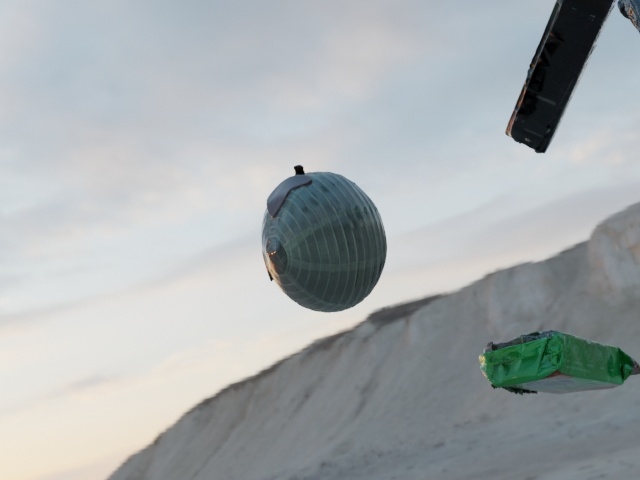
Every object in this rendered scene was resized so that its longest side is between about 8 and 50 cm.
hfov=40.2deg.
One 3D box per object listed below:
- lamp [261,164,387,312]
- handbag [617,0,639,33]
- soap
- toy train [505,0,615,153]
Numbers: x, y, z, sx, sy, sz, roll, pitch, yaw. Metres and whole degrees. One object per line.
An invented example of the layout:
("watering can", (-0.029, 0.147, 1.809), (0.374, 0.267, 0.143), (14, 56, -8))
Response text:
("lamp", (0.000, 0.000, 1.588), (0.233, 0.265, 0.233), (1, 15, 0))
("handbag", (0.517, -0.297, 1.233), (0.211, 0.254, 0.088), (17, -47, -22))
("soap", (0.472, 0.245, 1.733), (0.218, 0.098, 0.273), (-23, -27, 39))
("toy train", (0.414, -0.319, 1.478), (0.089, 0.086, 0.409), (-50, -18, -34))
